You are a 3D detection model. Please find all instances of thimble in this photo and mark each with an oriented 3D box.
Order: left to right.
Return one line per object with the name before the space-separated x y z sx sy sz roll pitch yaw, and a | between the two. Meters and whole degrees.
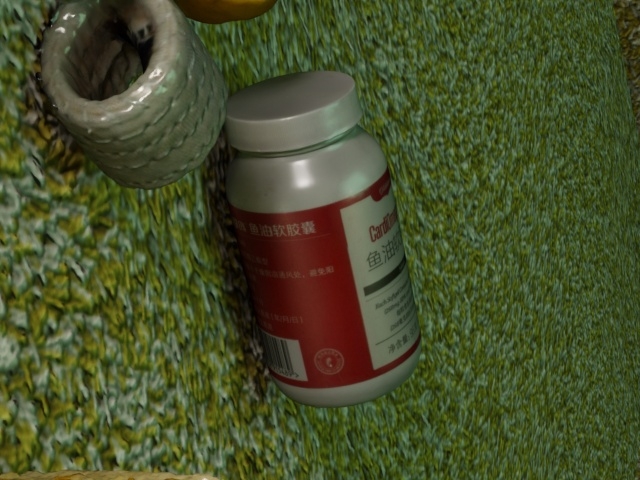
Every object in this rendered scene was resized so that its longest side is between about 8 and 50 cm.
thimble | -0.119 -0.100 1.077 0.115 0.102 0.090 64 5 35

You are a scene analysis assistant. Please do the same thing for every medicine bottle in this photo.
medicine bottle | 0.000 0.000 1.344 0.131 0.131 0.250 -57 140 -59

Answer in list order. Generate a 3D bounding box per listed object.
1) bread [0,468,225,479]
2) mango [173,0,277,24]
bread | -0.115 0.263 0.915 0.114 0.185 0.274 2 85 -64
mango | -0.084 -0.260 1.209 0.141 0.102 0.217 -1 84 -47
